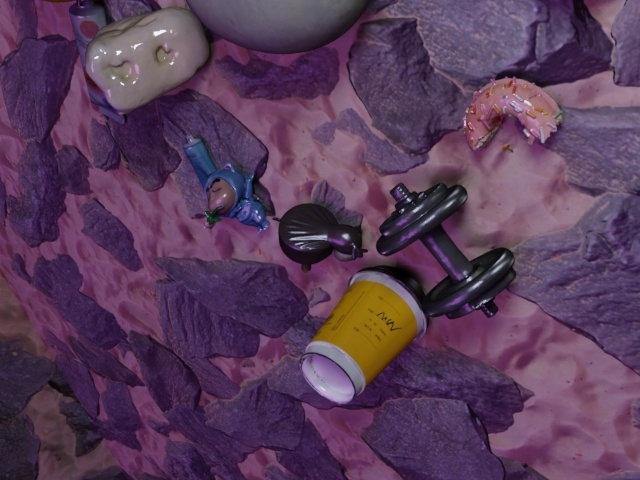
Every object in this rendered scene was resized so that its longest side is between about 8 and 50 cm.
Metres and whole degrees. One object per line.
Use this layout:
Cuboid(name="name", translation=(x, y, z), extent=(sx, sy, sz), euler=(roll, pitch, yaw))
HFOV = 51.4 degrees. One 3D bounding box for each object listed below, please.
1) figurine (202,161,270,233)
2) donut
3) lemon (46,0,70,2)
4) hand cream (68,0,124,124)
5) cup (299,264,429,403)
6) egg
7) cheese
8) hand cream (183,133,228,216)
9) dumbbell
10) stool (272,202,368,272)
Cuboid(name="figurine", translation=(-0.198, -0.079, 1.522), extent=(0.178, 0.144, 0.114), euler=(44, 143, -10))
Cuboid(name="donut", translation=(0.292, -0.203, 1.060), extent=(0.166, 0.065, 0.117), euler=(-14, 109, 44))
Cuboid(name="lemon", translation=(-0.559, -0.619, 1.373), extent=(0.320, 0.245, 0.245), euler=(10, 124, 42))
Cuboid(name="hand cream", translation=(-0.548, -0.443, 1.620), extent=(0.124, 0.078, 0.340), euler=(28, 138, 23))
Cuboid(name="cup", translation=(0.090, 0.190, 1.358), extent=(0.197, 0.279, 0.196), euler=(24, 137, 24))
Cuboid(name="egg", translation=(-0.075, -0.434, 1.073), extent=(0.352, 0.258, 0.258), euler=(22, 131, 28))
Cuboid(name="cheese", translation=(-0.370, -0.404, 1.441), extent=(0.173, 0.251, 0.248), euler=(61, 175, -30))
Cuboid(name="hand cream", translation=(-0.269, -0.153, 1.604), extent=(0.083, 0.048, 0.224), euler=(3, 126, 40))
Cuboid(name="dumbbell", translation=(0.220, 0.019, 1.187), extent=(0.290, 0.192, 0.192), euler=(53, 138, -3))
Cuboid(name="stool", translation=(0.000, 0.000, 1.424), extent=(0.217, 0.125, 0.121), euler=(14, 147, 11))
